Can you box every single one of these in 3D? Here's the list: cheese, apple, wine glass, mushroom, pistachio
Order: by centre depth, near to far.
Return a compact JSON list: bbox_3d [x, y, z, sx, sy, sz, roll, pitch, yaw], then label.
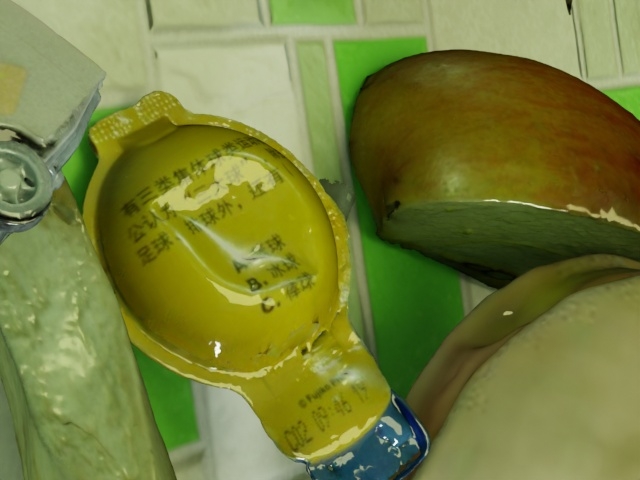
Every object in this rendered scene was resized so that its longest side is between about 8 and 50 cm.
[{"bbox_3d":[-0.116,0.130,0.833,0.087,0.107,0.333,-17,102,-18],"label":"mushroom"},{"bbox_3d":[-0.037,0.033,0.915,0.177,0.069,0.270,-34,87,-37],"label":"cheese"},{"bbox_3d":[0.181,0.231,1.029,0.365,0.281,0.445,23,79,-28],"label":"pistachio"},{"bbox_3d":[0.000,0.000,1.044,0.039,0.042,0.083,84,23,-53],"label":"wine glass"},{"bbox_3d":[0.171,-0.029,1.175,0.346,0.179,0.254,26,25,-48],"label":"apple"}]

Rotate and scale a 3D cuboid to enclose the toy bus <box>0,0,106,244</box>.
[{"bbox_3d":[-0.230,0.016,0.687,0.138,0.097,0.342,38,51,-6],"label":"toy bus"}]

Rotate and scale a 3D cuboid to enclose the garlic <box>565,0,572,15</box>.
[{"bbox_3d":[0.134,-0.299,1.106,0.340,0.231,0.246,-5,86,-46],"label":"garlic"}]
